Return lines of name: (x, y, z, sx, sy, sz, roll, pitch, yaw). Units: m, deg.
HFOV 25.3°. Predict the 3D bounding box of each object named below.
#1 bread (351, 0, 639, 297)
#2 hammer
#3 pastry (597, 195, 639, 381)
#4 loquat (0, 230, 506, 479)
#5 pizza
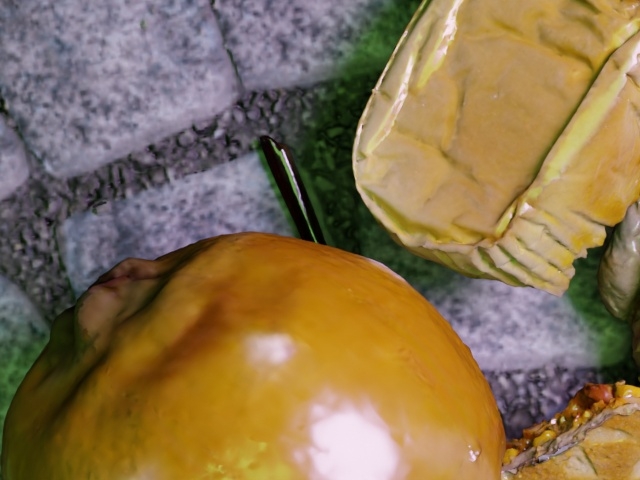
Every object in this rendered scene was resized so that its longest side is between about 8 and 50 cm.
bread: (0.145, -0.090, 0.989, 0.179, 0.133, 0.250, 28, 92, 29)
hammer: (0.000, 0.000, 1.069, 0.065, 0.021, 0.178, -24, 89, 0)
pastry: (0.312, 0.035, 1.000, 0.229, 0.100, 0.218, 25, 122, -6)
loquat: (-0.042, 0.149, 0.924, 0.328, 0.328, 0.328, 0, 92, 0)
pizza: (0.179, 0.171, 1.032, 0.127, 0.058, 0.246, 33, 116, -22)
